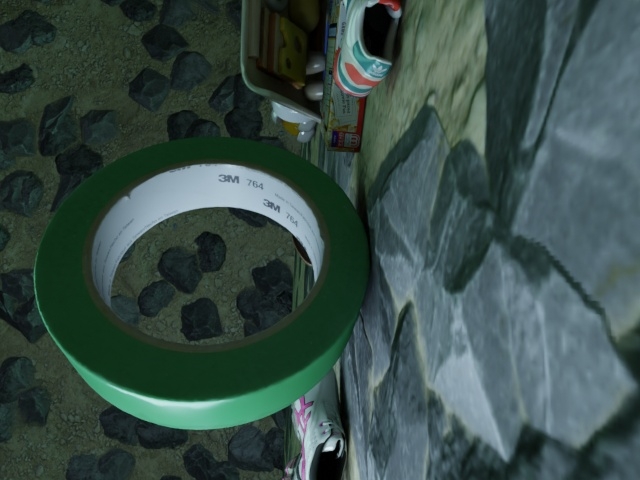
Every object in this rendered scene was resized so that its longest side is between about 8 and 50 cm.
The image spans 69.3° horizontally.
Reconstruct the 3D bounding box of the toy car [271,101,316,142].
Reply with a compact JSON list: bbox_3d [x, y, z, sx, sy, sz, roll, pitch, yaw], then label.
[{"bbox_3d":[-0.068,-0.422,1.509,0.136,0.159,0.182,-50,-5,-14],"label":"toy car"}]

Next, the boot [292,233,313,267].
[{"bbox_3d":[0.000,0.000,0.805,0.219,0.082,0.106,-100,-8,-53],"label":"boot"}]

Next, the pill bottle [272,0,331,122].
[{"bbox_3d":[-0.043,-0.388,0.964,0.272,0.152,0.153,101,171,-52],"label":"pill bottle"}]

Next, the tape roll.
[{"bbox_3d":[-0.111,0.022,0.488,0.077,0.320,0.322,99,173,-51],"label":"tape roll"}]

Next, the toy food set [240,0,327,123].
[{"bbox_3d":[-0.016,-0.342,0.706,0.219,0.092,0.307,-1,-86,-62],"label":"toy food set"}]

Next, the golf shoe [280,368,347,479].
[{"bbox_3d":[0.006,0.233,0.559,0.086,0.067,0.186,-37,36,41],"label":"golf shoe"}]

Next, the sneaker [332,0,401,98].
[{"bbox_3d":[0.050,-0.216,0.416,0.075,0.057,0.162,178,97,-68],"label":"sneaker"}]

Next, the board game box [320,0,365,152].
[{"bbox_3d":[0.032,-0.228,0.611,0.147,0.045,0.194,-98,13,-66],"label":"board game box"}]
